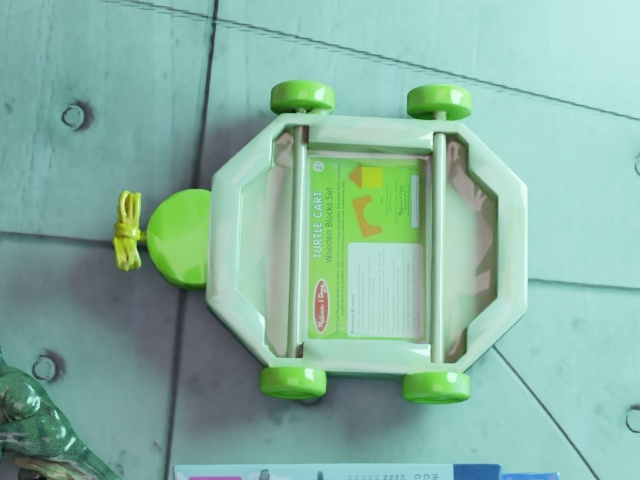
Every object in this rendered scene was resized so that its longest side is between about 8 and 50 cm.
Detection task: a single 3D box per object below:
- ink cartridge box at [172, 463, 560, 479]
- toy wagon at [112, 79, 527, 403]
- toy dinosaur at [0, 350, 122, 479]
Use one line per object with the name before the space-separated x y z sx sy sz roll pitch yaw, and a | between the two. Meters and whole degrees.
ink cartridge box | 0.039 0.267 1.381 0.311 0.065 0.185 0 76 -2
toy wagon | 0.000 0.000 1.487 0.344 0.068 0.267 2 76 0
toy dinosaur | -0.239 0.180 1.441 0.268 0.064 0.118 42 72 5
